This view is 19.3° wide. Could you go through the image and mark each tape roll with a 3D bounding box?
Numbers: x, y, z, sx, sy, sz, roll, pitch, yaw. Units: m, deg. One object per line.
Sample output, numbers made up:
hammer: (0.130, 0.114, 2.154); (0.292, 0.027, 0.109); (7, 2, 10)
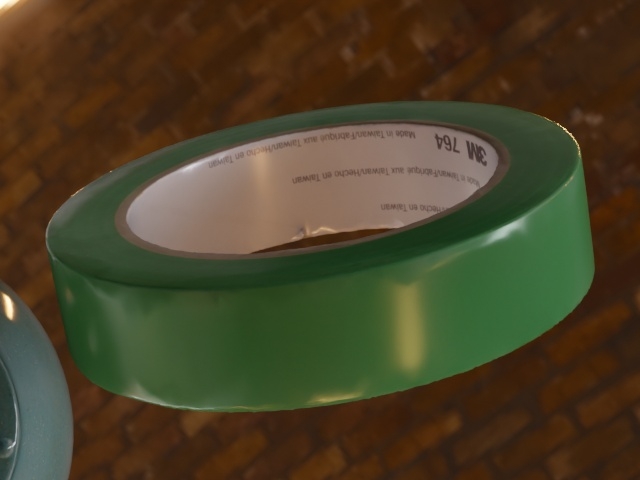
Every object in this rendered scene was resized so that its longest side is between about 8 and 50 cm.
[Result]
tape roll: (0.000, 0.000, 1.126); (0.321, 0.077, 0.321); (-9, -160, 3)

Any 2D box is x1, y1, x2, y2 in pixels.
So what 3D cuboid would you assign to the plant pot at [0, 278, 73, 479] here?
plant pot: (-0.295, 0.127, 1.230); (0.293, 0.293, 0.196); (-50, -172, -15)
